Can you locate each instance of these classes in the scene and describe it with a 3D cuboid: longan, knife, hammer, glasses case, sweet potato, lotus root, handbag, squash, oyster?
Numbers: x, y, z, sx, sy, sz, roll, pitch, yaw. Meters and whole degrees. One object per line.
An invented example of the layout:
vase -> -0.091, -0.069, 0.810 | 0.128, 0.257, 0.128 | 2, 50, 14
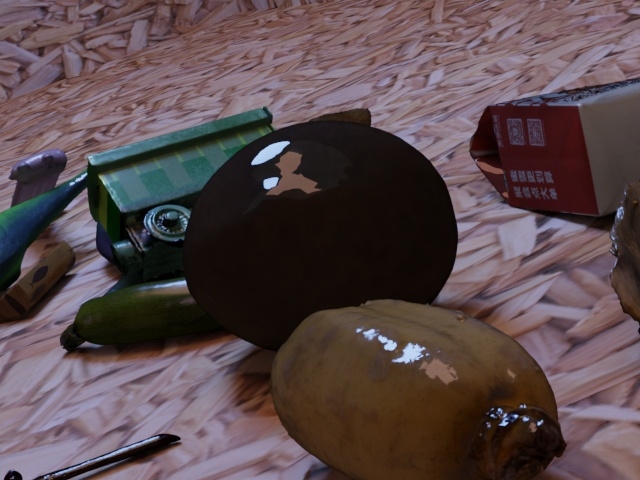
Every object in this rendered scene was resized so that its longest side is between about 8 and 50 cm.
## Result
longan -> 0.000, 0.000, 1.464 | 0.300, 0.243, 0.300 | -1, -17, 0
knife -> -0.459, -0.084, 2.193 | 0.132, 0.038, 0.398 | -25, -3, -20
hammer -> -0.223, 0.215, 1.325 | 0.178, 0.021, 0.065 | -19, 17, -15
glasses case -> -0.398, 0.060, 1.920 | 0.064, 0.041, 0.170 | -40, 8, 22
sweet potato -> 0.005, -0.147, 2.150 | 0.114, 0.092, 0.341 | 5, 21, 8
lotus root -> 0.084, 0.136, 1.105 | 0.169, 0.152, 0.342 | -10, 14, -30
handbag -> 0.328, -0.121, 1.735 | 0.171, 0.151, 0.298 | -17, 10, -20
squash -> -0.171, 0.081, 1.622 | 0.318, 0.080, 0.071 | -13, 55, 11
oyster -> 0.398, 0.008, 1.364 | 0.204, 0.111, 0.396 | 10, 24, 17

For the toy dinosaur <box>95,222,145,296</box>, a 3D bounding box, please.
toy dinosaur -> -0.293, 0.015, 1.914 | 0.331, 0.129, 0.383 | -38, 26, -33

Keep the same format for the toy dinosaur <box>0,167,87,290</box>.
toy dinosaur -> -0.430, 0.007, 1.877 | 0.500, 0.144, 0.374 | -33, 22, -9

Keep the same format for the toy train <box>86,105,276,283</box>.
toy train -> -0.149, -0.049, 1.766 | 0.300, 0.120, 0.202 | -19, 53, -25
